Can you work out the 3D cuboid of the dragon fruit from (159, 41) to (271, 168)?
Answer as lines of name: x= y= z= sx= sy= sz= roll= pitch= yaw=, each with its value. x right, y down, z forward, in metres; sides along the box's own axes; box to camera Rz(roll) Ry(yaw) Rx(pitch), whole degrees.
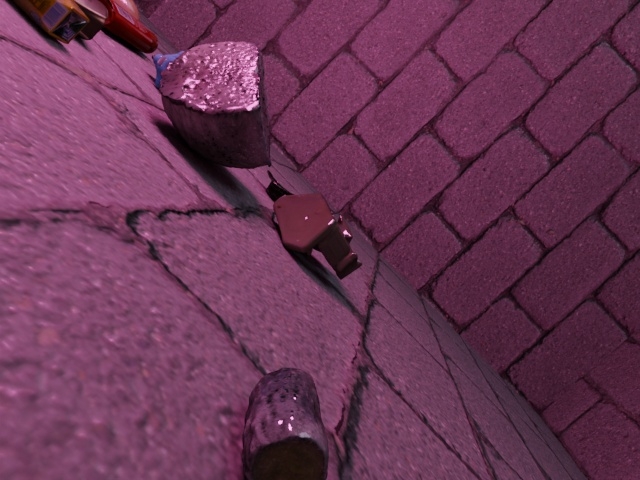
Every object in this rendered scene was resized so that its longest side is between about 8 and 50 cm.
dragon fruit: x=-0.216 y=-0.272 z=1.146 sx=0.221 sy=0.204 sz=0.282 roll=84 pitch=1 yaw=-51

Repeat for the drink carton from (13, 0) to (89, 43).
drink carton: x=-0.499 y=-0.436 z=0.908 sx=0.200 sy=0.074 sz=0.084 roll=44 pitch=6 yaw=0

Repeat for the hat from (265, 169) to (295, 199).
hat: x=-0.123 y=-0.143 z=1.491 sx=0.121 sy=0.050 sz=0.121 roll=43 pitch=1 yaw=-1

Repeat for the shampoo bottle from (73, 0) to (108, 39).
shampoo bottle: x=-0.567 y=-0.523 z=0.986 sx=0.350 sy=0.084 sz=0.125 roll=36 pitch=11 yaw=-47

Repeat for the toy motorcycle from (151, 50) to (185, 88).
toy motorcycle: x=-0.350 y=-0.411 z=1.456 sx=0.272 sy=0.123 sz=0.182 roll=42 pitch=-2 yaw=-23

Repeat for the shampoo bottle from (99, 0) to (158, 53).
shampoo bottle: x=-0.577 y=-0.631 z=1.566 sx=0.118 sy=0.076 sz=0.314 roll=45 pitch=7 yaw=2

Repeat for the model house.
model house: x=0.003 y=-0.007 z=1.182 sx=0.188 sy=0.122 sz=0.229 roll=46 pitch=9 yaw=-34

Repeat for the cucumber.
cucumber: x=-0.028 y=0.142 z=0.404 sx=0.064 sy=0.064 sz=0.112 roll=44 pitch=5 yaw=-14

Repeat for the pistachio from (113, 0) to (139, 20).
pistachio: x=-0.641 y=-0.732 z=1.690 sx=0.149 sy=0.113 sz=0.113 roll=52 pitch=7 yaw=-4
